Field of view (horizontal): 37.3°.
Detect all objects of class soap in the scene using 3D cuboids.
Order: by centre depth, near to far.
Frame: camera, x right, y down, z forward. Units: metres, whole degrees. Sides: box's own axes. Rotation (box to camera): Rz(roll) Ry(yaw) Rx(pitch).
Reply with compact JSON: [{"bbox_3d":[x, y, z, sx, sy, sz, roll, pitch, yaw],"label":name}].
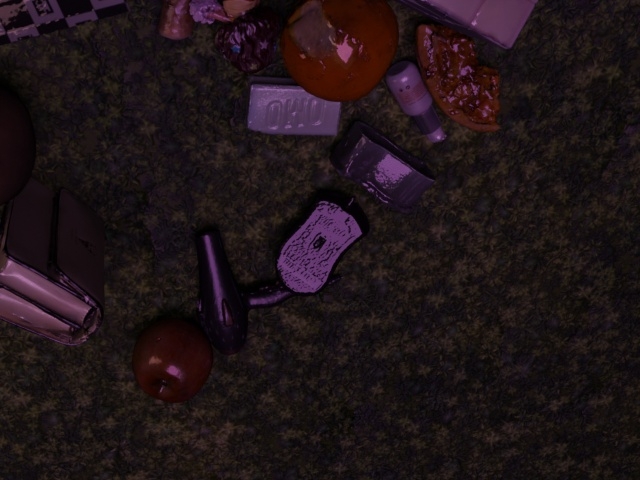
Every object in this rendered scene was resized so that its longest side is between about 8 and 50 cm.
[{"bbox_3d":[-0.057,-0.282,1.997,0.198,0.063,0.115,0,121,-10],"label":"soap"}]

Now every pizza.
[{"bbox_3d":[0.299,-0.345,1.995,0.161,0.085,0.305,-49,119,-7],"label":"pizza"}]

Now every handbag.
[{"bbox_3d":[-0.547,0.036,1.916,0.236,0.359,0.160,34,107,-26],"label":"handbag"}]

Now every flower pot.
[{"bbox_3d":[0.136,-0.158,2.083,0.229,0.103,0.108,29,112,-25],"label":"flower pot"}]

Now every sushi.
[{"bbox_3d":[-0.561,-0.553,1.732,0.342,0.064,0.359,-11,126,13],"label":"sushi"}]

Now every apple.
[{"bbox_3d":[-0.343,0.280,2.197,0.188,0.174,0.188,5,126,7],"label":"apple"}]

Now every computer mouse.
[{"bbox_3d":[0.000,0.000,2.159,0.147,0.088,0.264,38,104,-7],"label":"computer mouse"}]

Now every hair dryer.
[{"bbox_3d":[-0.121,0.091,2.207,0.359,0.120,0.304,-12,107,-16],"label":"hair dryer"}]

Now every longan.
[{"bbox_3d":[-0.677,-0.181,1.834,0.257,0.258,0.258,-5,121,-8],"label":"longan"}]

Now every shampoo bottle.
[{"bbox_3d":[0.209,-0.294,2.036,0.074,0.074,0.192,-31,123,8],"label":"shampoo bottle"}]

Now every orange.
[{"bbox_3d":[0.036,-0.390,1.851,0.239,0.240,0.240,-5,121,-8],"label":"orange"}]

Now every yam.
[{"bbox_3d":[-0.240,-0.549,1.802,0.081,0.081,0.357,10,118,-16],"label":"yam"}]

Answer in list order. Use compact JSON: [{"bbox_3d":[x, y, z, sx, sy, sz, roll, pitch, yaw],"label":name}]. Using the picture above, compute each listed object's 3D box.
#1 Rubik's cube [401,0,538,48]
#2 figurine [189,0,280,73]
[{"bbox_3d":[0.251,-0.555,1.739,0.291,0.290,0.292,23,101,-22],"label":"Rubik's cube"},{"bbox_3d":[-0.149,-0.436,1.835,0.174,0.115,0.240,-33,135,-23],"label":"figurine"}]
